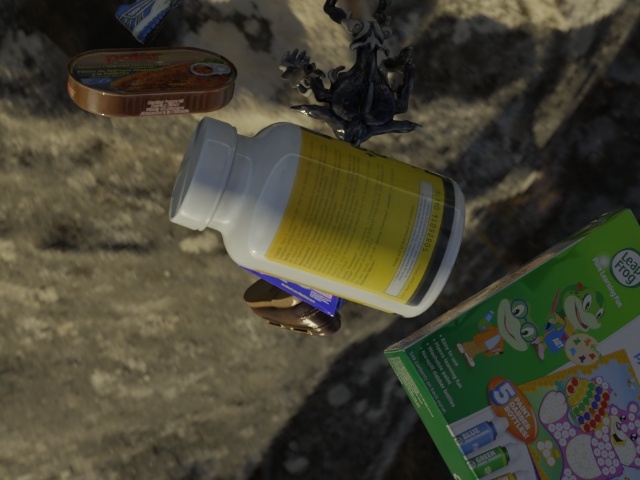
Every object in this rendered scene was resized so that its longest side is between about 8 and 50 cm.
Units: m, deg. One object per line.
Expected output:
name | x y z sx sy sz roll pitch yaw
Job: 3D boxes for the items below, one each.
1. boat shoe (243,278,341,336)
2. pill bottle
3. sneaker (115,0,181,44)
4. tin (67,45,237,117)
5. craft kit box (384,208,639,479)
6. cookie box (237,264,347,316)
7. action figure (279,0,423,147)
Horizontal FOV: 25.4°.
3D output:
boat shoe | -0.034 0.080 1.713 0.073 0.207 0.073 -38 104 -11
pill bottle | -0.003 -0.020 0.960 0.184 0.103 0.103 18 107 -14
sneaker | -0.183 -0.286 1.595 0.058 0.052 0.135 33 61 -4
tin | -0.185 -0.176 1.565 0.190 0.106 0.040 -5 129 -23
craft kit box | 0.219 0.139 1.209 0.247 0.061 0.249 -31 93 -21
cookie box | 0.000 0.000 1.141 0.092 0.107 0.040 28 130 14
action figure | 0.044 -0.213 1.666 0.164 0.141 0.275 8 87 -13
